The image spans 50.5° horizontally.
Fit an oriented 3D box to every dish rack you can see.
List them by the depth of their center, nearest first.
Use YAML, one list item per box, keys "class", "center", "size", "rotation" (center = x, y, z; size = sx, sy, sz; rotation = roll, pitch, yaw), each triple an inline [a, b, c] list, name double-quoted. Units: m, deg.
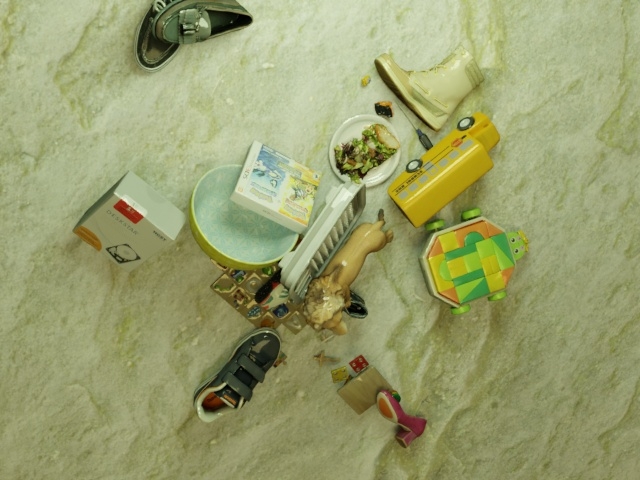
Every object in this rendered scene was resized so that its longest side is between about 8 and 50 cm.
- class: "dish rack"
  center: [0.000, 0.000, 1.740]
  size: [0.072, 0.285, 0.333]
  rotation: [34, 83, 11]

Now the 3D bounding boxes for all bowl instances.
- class: "bowl"
  center: [-0.214, -0.034, 1.733]
  size: [0.289, 0.289, 0.156]
  rotation: [23, 142, -17]

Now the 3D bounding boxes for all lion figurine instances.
- class: "lion figurine"
  center: [0.076, 0.063, 1.763]
  size: [0.142, 0.240, 0.392]
  rotation: [25, 81, 9]

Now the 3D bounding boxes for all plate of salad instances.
- class: "plate of salad"
  center: [0.122, -0.236, 1.812]
  size: [0.200, 0.048, 0.200]
  rotation: [-4, 110, -10]

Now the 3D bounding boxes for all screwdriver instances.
- class: "screwdriver"
  center: [0.253, -0.308, 1.824]
  size: [0.024, 0.025, 0.170]
  rotation: [-39, 114, 3]

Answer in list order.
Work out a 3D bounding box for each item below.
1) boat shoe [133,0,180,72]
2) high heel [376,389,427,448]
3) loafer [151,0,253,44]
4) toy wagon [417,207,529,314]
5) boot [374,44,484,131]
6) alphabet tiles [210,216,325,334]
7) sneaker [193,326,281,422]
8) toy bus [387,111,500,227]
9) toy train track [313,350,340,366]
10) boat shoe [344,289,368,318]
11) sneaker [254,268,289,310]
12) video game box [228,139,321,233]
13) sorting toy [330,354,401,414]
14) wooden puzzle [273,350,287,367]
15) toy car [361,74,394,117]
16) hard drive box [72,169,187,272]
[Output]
- class: "boat shoe"
  center: [-0.342, -0.530, 1.589]
  size: [0.113, 0.105, 0.306]
  rotation: [35, 98, -20]
- class: "high heel"
  center: [0.253, 0.516, 2.064]
  size: [0.117, 0.082, 0.244]
  rotation: [-42, 118, -27]
- class: "loafer"
  center: [-0.260, -0.501, 1.544]
  size: [0.084, 0.267, 0.096]
  rotation: [31, 131, 22]
- class: "toy wagon"
  center: [0.447, 0.044, 1.913]
  size: [0.344, 0.068, 0.267]
  rotation: [-18, 92, -14]
- class: "boot"
  center: [0.283, -0.436, 1.750]
  size: [0.262, 0.095, 0.203]
  rotation: [41, 97, -22]
- class: "alphabet tiles"
  center: [-0.126, 0.104, 1.896]
  size: [0.285, 0.011, 0.342]
  rotation: [-44, 111, 5]
- class: "sneaker"
  center: [-0.226, 0.388, 1.906]
  size: [0.126, 0.127, 0.321]
  rotation: [41, 97, -19]
- class: "toy bus"
  center: [0.339, -0.190, 1.814]
  size: [0.333, 0.130, 0.108]
  rotation: [-39, 127, 3]
- class: "toy train track"
  center: [0.019, 0.349, 2.007]
  size: [0.083, 0.014, 0.048]
  rotation: [7, 100, -19]
- class: "boat shoe"
  center: [0.054, 0.156, 1.898]
  size: [0.183, 0.083, 0.065]
  rotation: [27, 101, -18]
- class: "sneaker"
  center: [-0.104, 0.132, 1.882]
  size: [0.161, 0.057, 0.075]
  rotation: [-41, 134, -2]
- class: "video game box"
  center: [-0.111, -0.138, 1.728]
  size: [0.205, 0.187, 0.048]
  rotation: [26, 144, -15]
- class: "sorting toy"
  center: [0.124, 0.432, 2.026]
  size: [0.132, 0.046, 0.274]
  rotation: [-37, 125, 3]
- class: "wooden puzzle"
  center: [-0.131, 0.339, 1.976]
  size: [0.049, 0.006, 0.083]
  rotation: [-42, 111, 4]
- class: "toy car"
  center: [0.158, -0.379, 1.768]
  size: [0.040, 0.060, 0.122]
  rotation: [-45, 122, -29]
- class: "hard drive box"
  center: [-0.470, -0.041, 1.672]
  size: [0.181, 0.089, 0.232]
  rotation: [40, 134, -20]
